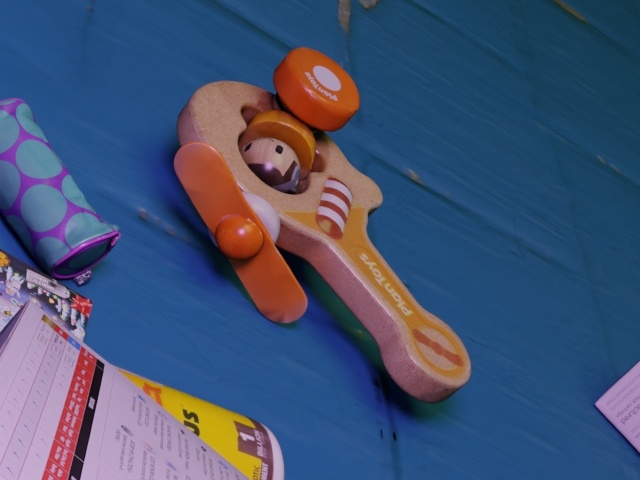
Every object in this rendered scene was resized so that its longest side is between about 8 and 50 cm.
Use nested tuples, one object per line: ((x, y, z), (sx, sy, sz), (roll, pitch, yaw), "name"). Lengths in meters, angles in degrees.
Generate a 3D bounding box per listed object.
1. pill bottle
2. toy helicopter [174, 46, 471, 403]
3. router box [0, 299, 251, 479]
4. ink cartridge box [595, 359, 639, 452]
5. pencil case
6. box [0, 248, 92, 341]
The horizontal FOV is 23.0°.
((-0.138, 0.143, 1.032), (0.215, 0.117, 0.117), (25, 33, -29), "pill bottle")
((0.000, 0.000, 1.389), (0.355, 0.140, 0.235), (51, 31, 11), "toy helicopter")
((-0.073, 0.182, 0.796), (0.301, 0.082, 0.335), (41, 3, -8), "router box")
((0.416, 0.188, 1.618), (0.212, 0.154, 0.093), (48, 29, 11), "ink cartridge box")
((-0.220, -0.040, 1.240), (0.070, 0.064, 0.152), (-21, 65, -41), "pencil case")
((-0.235, 0.046, 1.141), (0.137, 0.027, 0.094), (31, 29, -19), "box")
